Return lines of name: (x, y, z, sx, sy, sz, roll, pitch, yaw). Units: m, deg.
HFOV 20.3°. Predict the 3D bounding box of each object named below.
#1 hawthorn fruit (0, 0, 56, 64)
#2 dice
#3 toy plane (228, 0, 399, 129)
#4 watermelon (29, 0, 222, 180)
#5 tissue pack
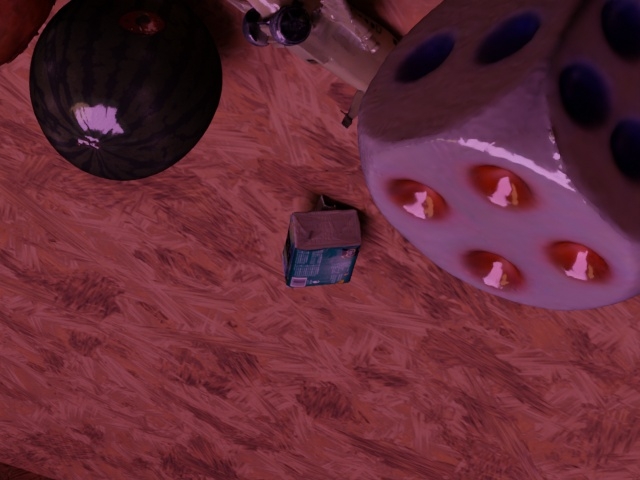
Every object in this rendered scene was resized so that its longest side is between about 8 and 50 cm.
hawthorn fruit: (-0.382, -0.276, 1.828, 0.276, 0.276, 0.307, 7, 162, 36)
dice: (0.210, -0.094, 1.603, 0.259, 0.243, 0.251, 44, 149, -26)
toy plane: (-0.006, -0.214, 1.760, 0.256, 0.104, 0.242, 46, 164, -21)
watermelon: (-0.206, -0.171, 1.895, 0.212, 0.212, 0.212, 22, 154, 11)
tissue pack: (0.000, 0.000, 2.174, 0.085, 0.079, 0.111, -4, 155, -8)
